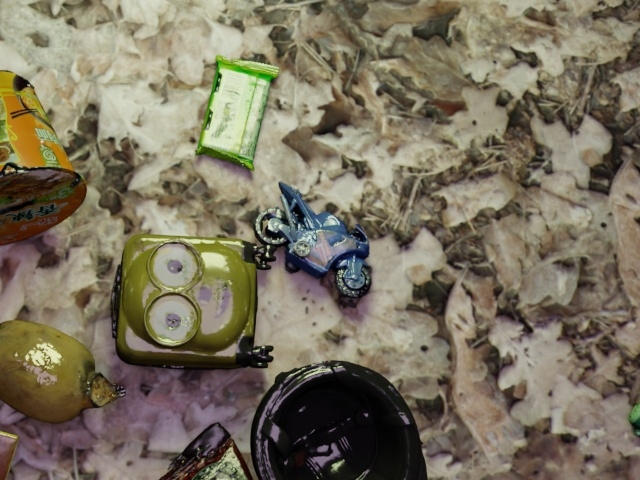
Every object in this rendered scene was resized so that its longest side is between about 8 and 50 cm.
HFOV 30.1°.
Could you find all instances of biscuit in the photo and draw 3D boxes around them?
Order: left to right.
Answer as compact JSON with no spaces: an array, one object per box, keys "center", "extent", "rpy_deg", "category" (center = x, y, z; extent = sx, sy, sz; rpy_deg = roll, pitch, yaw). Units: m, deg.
[{"center":[-0.133,0.393,1.698],"extent":[0.151,0.063,0.235],"rpy_deg":[-36,81,-26],"category":"biscuit"}]

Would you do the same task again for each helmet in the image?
[{"center":[0.016,0.299,1.694],"extent":[0.231,0.160,0.278],"rpy_deg":[-36,100,-14],"category":"helmet"}]

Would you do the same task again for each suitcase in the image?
[{"center":[-0.184,0.089,1.715],"extent":[0.235,0.143,0.193],"rpy_deg":[3,77,-8],"category":"suitcase"}]

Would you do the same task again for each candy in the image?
[{"center":[-0.131,-0.199,1.847],"extent":[0.102,0.032,0.178],"rpy_deg":[14,74,-10],"category":"candy"}]

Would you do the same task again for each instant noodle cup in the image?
[{"center":[-0.464,-0.118,1.688],"extent":[0.230,0.230,0.182],"rpy_deg":[-17,71,-13],"category":"instant noodle cup"}]

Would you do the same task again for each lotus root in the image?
[{"center":[-0.384,0.188,1.677],"extent":[0.221,0.118,0.125],"rpy_deg":[25,92,0],"category":"lotus root"}]

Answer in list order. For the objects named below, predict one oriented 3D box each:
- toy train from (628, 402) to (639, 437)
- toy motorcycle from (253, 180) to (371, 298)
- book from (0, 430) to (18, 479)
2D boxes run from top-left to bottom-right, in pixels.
[{"center":[0.588,0.311,1.829],"extent":[0.251,0.085,0.119],"rpy_deg":[39,90,5],"category":"toy train"},{"center":[0.000,0.000,1.805],"extent":[0.205,0.076,0.114],"rpy_deg":[33,66,1],"category":"toy motorcycle"},{"center":[-0.626,0.339,1.597],"extent":[0.374,0.028,0.262],"rpy_deg":[18,85,-14],"category":"book"}]
